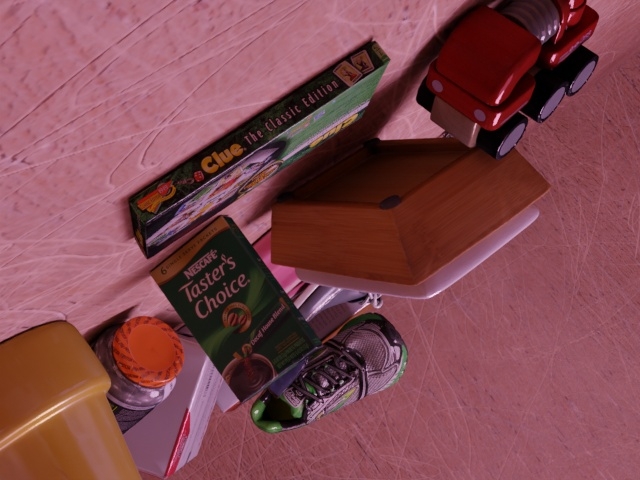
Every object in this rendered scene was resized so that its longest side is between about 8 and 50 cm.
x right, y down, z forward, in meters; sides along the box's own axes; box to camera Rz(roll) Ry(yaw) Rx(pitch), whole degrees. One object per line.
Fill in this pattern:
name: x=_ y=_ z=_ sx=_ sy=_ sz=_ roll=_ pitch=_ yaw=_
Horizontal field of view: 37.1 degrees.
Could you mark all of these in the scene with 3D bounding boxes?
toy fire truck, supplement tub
toy fire truck: x=0.236 y=-0.225 z=0.999 sx=0.217 sy=0.158 sz=0.246 roll=-39 pitch=157 yaw=-27
supplement tub: x=-0.261 y=0.181 z=1.226 sx=0.190 sy=0.117 sz=0.117 roll=-41 pitch=173 yaw=39

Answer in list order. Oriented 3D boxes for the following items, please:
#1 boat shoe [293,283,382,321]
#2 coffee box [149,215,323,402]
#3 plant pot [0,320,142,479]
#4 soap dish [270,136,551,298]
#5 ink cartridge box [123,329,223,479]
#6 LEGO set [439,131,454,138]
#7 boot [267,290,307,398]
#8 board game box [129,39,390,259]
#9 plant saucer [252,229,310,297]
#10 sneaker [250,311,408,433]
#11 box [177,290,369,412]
boat shoe: x=0.086 y=0.052 z=1.526 sx=0.319 sy=0.099 sz=0.116 roll=-34 pitch=174 yaw=-29
coffee box: x=-0.096 y=0.076 z=1.067 sx=0.113 sy=0.184 sz=0.040 roll=-37 pitch=171 yaw=9
plant pot: x=-0.297 y=0.251 z=0.978 sx=0.254 sy=0.239 sz=0.254 roll=-36 pitch=175 yaw=-4
soap dish: x=0.091 y=-0.037 z=1.148 sx=0.229 sy=0.118 sz=0.291 roll=-33 pitch=-159 yaw=-28
ink cartridge box: x=-0.233 y=0.243 z=1.477 sx=0.273 sy=0.114 sz=0.197 roll=74 pitch=34 yaw=-83
LEGO set: x=0.231 y=-0.191 z=1.711 sx=0.083 sy=0.023 sz=0.054 roll=-49 pitch=-178 yaw=-25
boot: x=-0.037 y=0.163 z=1.600 sx=0.219 sy=0.106 sz=0.082 roll=-43 pitch=175 yaw=7
board game box: x=-0.056 y=-0.078 z=0.861 sx=0.260 sy=0.030 sz=0.136 roll=-35 pitch=172 yaw=-16
plant saucer: x=0.000 y=0.000 z=1.515 sx=0.332 sy=0.084 sz=0.332 roll=-36 pitch=174 yaw=-5
sneaker: x=0.015 y=0.248 z=1.651 sx=0.343 sy=0.134 sz=0.146 roll=-42 pitch=170 yaw=33
box: x=-0.081 y=0.149 z=1.766 sx=0.345 sy=0.168 sz=0.215 roll=-36 pitch=173 yaw=-6
